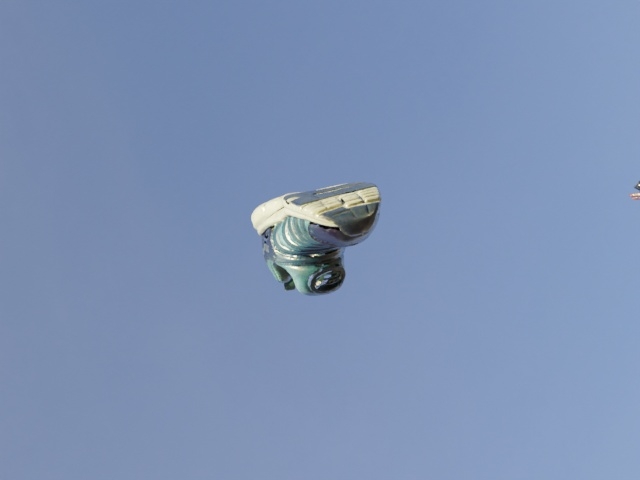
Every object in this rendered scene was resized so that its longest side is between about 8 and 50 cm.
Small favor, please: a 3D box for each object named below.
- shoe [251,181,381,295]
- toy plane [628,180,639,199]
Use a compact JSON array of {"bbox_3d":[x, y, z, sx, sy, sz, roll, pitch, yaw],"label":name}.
[{"bbox_3d":[0.000,0.000,0.977,0.091,0.207,0.106,-13,-93,-23],"label":"shoe"},{"bbox_3d":[0.324,-0.047,0.775,0.189,0.130,0.061,-18,-82,-43],"label":"toy plane"}]
